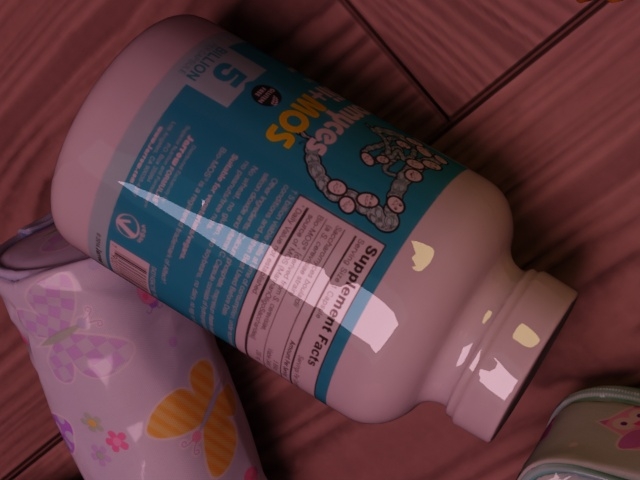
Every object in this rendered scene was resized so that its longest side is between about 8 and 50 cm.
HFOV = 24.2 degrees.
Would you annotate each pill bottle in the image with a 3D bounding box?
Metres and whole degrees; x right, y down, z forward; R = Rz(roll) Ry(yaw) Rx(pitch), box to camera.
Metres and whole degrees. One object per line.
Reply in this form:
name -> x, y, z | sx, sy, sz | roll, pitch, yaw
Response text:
pill bottle -> 0.000, 0.000, 0.794 | 0.264, 0.146, 0.146 | 31, 127, 11

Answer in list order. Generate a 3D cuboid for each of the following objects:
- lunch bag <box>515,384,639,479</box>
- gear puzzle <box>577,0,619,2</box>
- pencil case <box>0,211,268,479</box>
lunch bag -> 0.203, 0.215, 0.824 | 0.224, 0.108, 0.279 | 15, 122, 26
gear puzzle -> 0.129, -0.223, 0.590 | 0.175, 0.044, 0.339 | 61, 158, 24
pencil case -> -0.113, 0.108, 0.942 | 0.124, 0.113, 0.273 | -2, 115, 42
